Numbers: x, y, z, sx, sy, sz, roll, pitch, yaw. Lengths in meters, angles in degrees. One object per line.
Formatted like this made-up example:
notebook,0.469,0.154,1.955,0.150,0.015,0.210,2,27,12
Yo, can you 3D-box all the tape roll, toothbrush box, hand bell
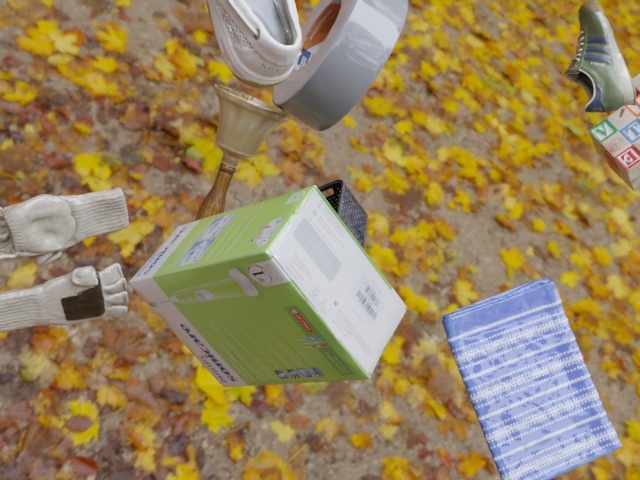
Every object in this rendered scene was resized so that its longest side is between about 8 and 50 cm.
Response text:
tape roll,0.023,-0.259,1.089,0.072,0.219,0.219,29,41,-21
toothbrush box,-0.070,0.070,1.010,0.206,0.283,0.122,52,49,-22
hand bell,-0.147,-0.104,1.242,0.126,0.242,0.126,23,12,-5

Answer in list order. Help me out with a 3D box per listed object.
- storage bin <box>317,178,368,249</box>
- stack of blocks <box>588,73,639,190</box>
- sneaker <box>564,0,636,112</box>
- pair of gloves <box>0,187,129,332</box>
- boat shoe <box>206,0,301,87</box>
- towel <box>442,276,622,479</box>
storage bin,0.000,0.000,1.313,0.084,0.122,0.180,52,31,-31
stack of blocks,0.692,-0.259,1.610,0.087,0.297,0.171,43,14,-50
sneaker,0.429,-0.290,1.290,0.064,0.086,0.192,40,33,-71
pair of gloves,-0.379,0.035,1.174,0.204,0.240,0.042,-8,38,-24
boat shoe,-0.084,-0.294,0.798,0.098,0.096,0.277,-25,88,-28
towel,0.377,0.252,1.441,0.243,0.040,0.336,-17,79,-18
